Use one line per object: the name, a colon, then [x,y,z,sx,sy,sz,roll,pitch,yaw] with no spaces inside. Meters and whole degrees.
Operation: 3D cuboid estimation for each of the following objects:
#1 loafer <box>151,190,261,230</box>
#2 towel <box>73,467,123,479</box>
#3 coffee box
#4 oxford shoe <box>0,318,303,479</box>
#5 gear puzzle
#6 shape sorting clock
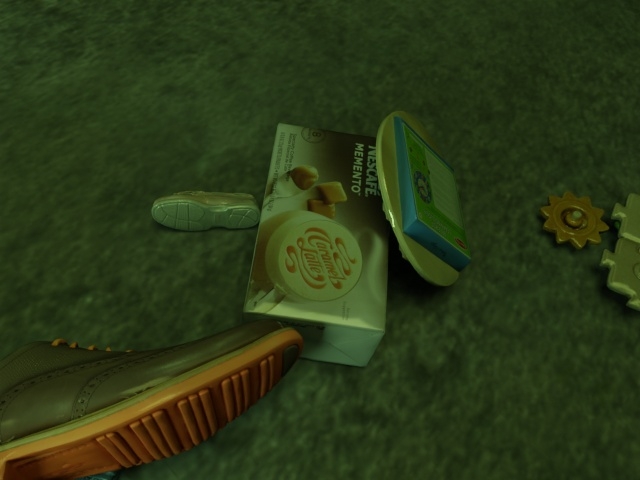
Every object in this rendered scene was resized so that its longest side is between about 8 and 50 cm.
loafer: [-0.134,-0.038,0.746,0.125,0.045,0.039,2,40,-16]
towel: [-0.206,0.170,0.604,0.067,0.029,0.119,15,58,-2]
coffee box: [0.000,0.000,0.705,0.141,0.098,0.246,10,57,-3]
oxford shoe: [-0.191,0.127,0.544,0.363,0.130,0.133,-19,58,-21]
gear puzzle: [0.432,0.035,0.795,0.339,0.044,0.175,23,59,9]
shape sorting clock: [0.116,-0.047,0.723,0.040,0.206,0.206,-21,52,29]
